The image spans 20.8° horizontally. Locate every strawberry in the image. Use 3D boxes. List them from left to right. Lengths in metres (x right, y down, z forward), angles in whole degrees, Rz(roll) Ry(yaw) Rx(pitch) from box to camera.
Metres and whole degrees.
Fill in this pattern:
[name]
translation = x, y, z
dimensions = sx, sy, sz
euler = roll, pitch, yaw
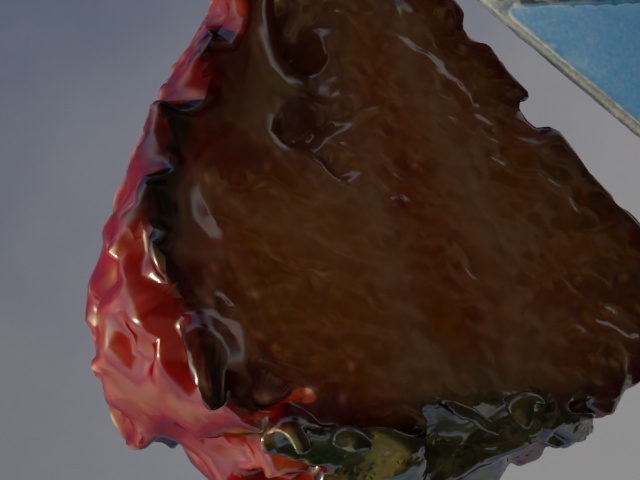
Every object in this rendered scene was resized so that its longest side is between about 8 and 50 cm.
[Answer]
[strawberry]
translation = -0.009, 0.010, 0.785
dimensions = 0.253, 0.150, 0.280
euler = -24, -110, -38

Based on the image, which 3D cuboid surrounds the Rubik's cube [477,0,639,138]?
[Rubik's cube]
translation = 0.301, -0.218, 1.204
dimensions = 0.259, 0.260, 0.255
euler = 44, -139, 4
